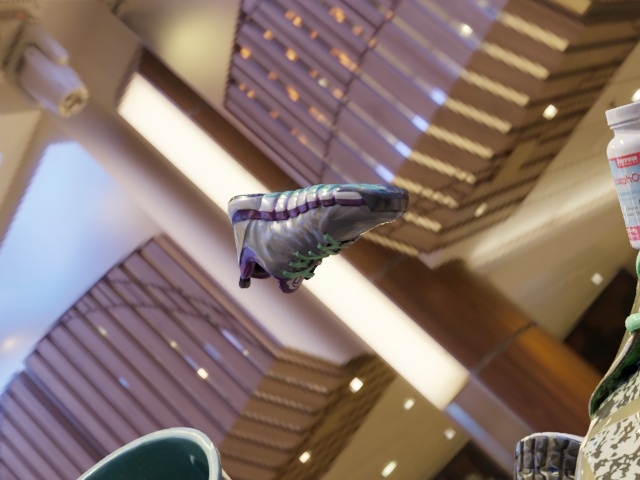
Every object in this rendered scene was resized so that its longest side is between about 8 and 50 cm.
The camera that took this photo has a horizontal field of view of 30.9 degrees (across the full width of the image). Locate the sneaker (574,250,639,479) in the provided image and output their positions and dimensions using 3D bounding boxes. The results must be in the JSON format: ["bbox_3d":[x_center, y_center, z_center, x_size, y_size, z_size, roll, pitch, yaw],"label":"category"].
[{"bbox_3d":[0.211,-0.002,0.612,0.158,0.182,0.410,-11,33,41],"label":"sneaker"}]

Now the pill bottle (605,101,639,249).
[{"bbox_3d":[0.371,-0.076,1.290,0.087,0.160,0.087,-16,2,1],"label":"pill bottle"}]

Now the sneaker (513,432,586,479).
[{"bbox_3d":[0.318,0.235,1.040,0.147,0.330,0.130,-2,-89,-44],"label":"sneaker"}]

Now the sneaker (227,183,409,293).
[{"bbox_3d":[0.000,0.000,1.076,0.083,0.098,0.223,-1,-1,-40],"label":"sneaker"}]

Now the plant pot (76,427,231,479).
[{"bbox_3d":[-0.127,0.426,1.172,0.341,0.334,0.341,-35,22,17],"label":"plant pot"}]
